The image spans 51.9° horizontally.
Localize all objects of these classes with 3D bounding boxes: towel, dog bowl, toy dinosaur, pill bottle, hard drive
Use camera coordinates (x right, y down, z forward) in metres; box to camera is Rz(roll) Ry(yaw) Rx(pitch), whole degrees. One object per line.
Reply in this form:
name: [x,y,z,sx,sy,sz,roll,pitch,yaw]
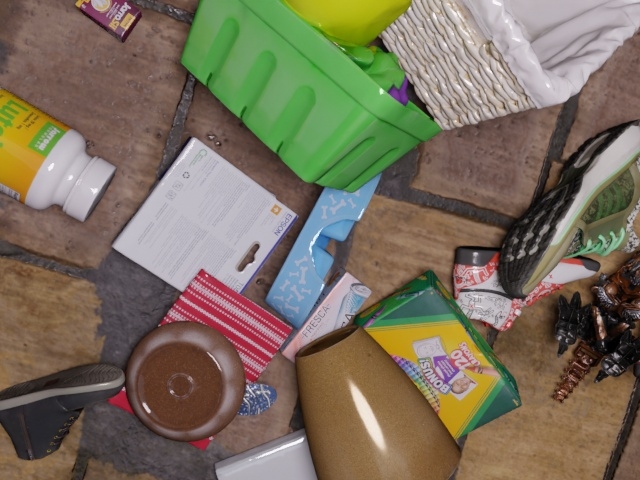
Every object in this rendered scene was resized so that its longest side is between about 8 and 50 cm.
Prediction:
towel: [-0.202,0.207,1.111,0.199,0.031,0.274,36,93,-21]
dog bowl: [0.000,0.000,1.086,0.074,0.166,0.297,27,91,-2]
toy dinosaur: [0.531,0.166,1.207,0.165,0.218,0.321,11,99,29]
pill bottle: [-0.442,-0.131,0.988,0.246,0.136,0.136,30,90,-13]
hard drive: [-0.012,0.440,1.194,0.308,0.040,0.202,-20,100,-9]

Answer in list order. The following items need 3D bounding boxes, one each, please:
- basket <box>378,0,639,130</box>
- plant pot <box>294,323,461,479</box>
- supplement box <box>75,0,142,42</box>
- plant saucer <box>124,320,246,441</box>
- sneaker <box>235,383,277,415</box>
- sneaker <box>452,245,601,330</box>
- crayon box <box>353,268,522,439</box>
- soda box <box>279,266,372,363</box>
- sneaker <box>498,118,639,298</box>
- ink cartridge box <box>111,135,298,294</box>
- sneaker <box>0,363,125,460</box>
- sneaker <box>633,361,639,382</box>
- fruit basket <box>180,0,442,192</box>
basket: [0.271,-0.383,0.993,0.331,0.266,0.328,-42,103,-25]
plant pot: [0.065,0.274,1.068,0.237,0.237,0.254,-26,92,-7]
supplement box: [-0.331,-0.360,1.030,0.083,0.043,0.055,34,88,-14]
plant saucer: [-0.220,0.229,1.049,0.199,0.036,0.198,0,91,3]
sneaker: [-0.139,0.266,1.096,0.135,0.058,0.052,-15,91,0]
sneaker: [0.371,0.090,1.205,0.270,0.090,0.144,3,97,-8]
crayon box: [0.205,0.208,1.159,0.165,0.081,0.278,-35,103,19]
soda box: [0.006,0.138,1.151,0.063,0.058,0.183,39,89,-13]
sneaker: [0.472,-0.029,1.127,0.182,0.158,0.410,46,71,-4]
ink cartridge box: [-0.188,-0.020,1.094,0.224,0.045,0.223,37,89,-22]
sneaker: [-0.408,0.278,1.070,0.222,0.083,0.118,-13,105,9]
sneaker: [0.642,0.185,1.223,0.276,0.098,0.135,-7,85,-48]
fruit basket: [0.020,-0.301,0.920,0.392,0.283,0.391,-1,88,26]
